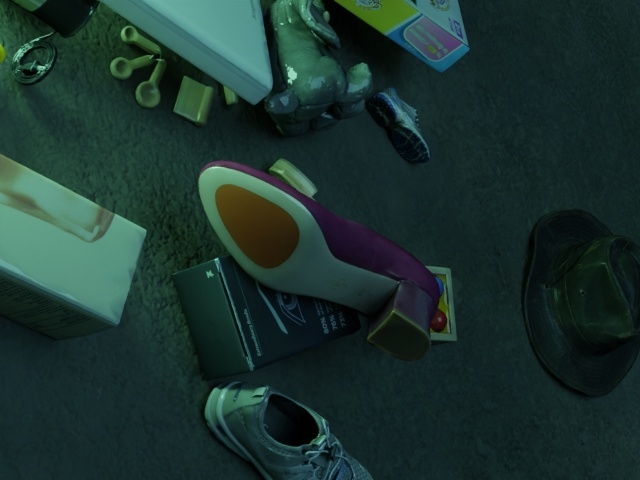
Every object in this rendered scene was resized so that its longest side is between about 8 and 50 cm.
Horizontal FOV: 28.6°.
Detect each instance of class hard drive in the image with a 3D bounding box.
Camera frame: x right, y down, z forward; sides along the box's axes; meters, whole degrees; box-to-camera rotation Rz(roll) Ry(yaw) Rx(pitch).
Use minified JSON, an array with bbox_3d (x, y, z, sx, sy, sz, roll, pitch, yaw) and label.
[{"bbox_3d":[-0.209,-0.341,1.588,0.353,0.047,0.233,32,33,-37],"label":"hard drive"}]

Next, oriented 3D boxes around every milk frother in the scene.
[{"bbox_3d":[-0.356,-0.280,1.495,0.134,0.129,0.143,32,53,-34],"label":"milk frother"}]

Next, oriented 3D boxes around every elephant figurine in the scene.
[{"bbox_3d":[-0.038,-0.278,1.768,0.169,0.186,0.239,-16,79,-12],"label":"elephant figurine"}]

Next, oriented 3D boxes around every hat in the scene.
[{"bbox_3d":[0.490,0.094,2.112,0.331,0.134,0.331,13,70,-39],"label":"hat"}]

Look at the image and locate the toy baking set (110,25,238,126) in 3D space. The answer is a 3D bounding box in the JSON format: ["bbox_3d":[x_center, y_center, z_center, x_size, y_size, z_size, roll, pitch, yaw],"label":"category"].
[{"bbox_3d":[-0.198,-0.282,1.695,0.196,0.030,0.256,1,77,-40],"label":"toy baking set"}]

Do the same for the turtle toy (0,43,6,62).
[{"bbox_3d":[-0.414,-0.229,1.443,0.066,0.130,0.095,-48,135,-17],"label":"turtle toy"}]

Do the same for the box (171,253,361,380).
[{"bbox_3d":[-0.069,0.080,1.654,0.207,0.108,0.153,-16,88,-41],"label":"box"}]

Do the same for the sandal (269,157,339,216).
[{"bbox_3d":[0.002,-0.004,1.762,0.240,0.088,0.079,44,78,-7],"label":"sandal"}]

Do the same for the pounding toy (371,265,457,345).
[{"bbox_3d":[0.132,0.102,1.824,0.141,0.100,0.130,7,74,-39],"label":"pounding toy"}]

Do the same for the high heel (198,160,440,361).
[{"bbox_3d":[0.000,0.000,1.623,0.377,0.127,0.181,42,25,-18],"label":"high heel"}]

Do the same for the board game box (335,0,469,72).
[{"bbox_3d":[0.079,-0.420,1.889,0.316,0.064,0.242,29,38,-32],"label":"board game box"}]

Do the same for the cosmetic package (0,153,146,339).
[{"bbox_3d":[-0.365,-0.008,1.399,0.296,0.153,0.129,31,61,-32],"label":"cosmetic package"}]

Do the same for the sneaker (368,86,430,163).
[{"bbox_3d":[0.134,-0.182,1.939,0.135,0.052,0.058,54,47,-16],"label":"sneaker"}]

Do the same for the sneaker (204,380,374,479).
[{"bbox_3d":[-0.021,0.281,1.635,0.281,0.115,0.105,38,56,-27],"label":"sneaker"}]
